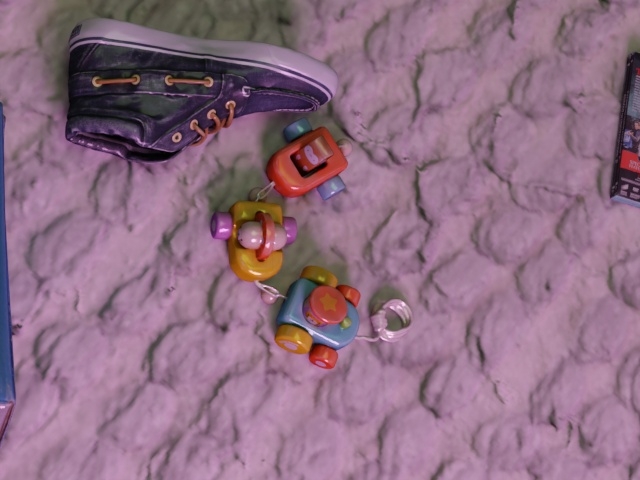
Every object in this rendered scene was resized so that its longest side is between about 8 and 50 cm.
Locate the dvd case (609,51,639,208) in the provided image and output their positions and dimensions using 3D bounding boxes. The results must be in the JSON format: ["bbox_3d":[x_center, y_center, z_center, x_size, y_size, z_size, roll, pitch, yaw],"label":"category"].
[{"bbox_3d":[0.263,-0.075,1.429,0.087,0.013,0.119,16,71,-17],"label":"dvd case"}]

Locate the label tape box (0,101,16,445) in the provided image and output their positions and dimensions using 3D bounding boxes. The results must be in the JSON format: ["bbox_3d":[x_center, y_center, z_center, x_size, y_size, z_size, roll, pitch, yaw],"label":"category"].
[{"bbox_3d":[-0.346,0.010,1.061,0.334,0.106,0.240,9,44,-19],"label":"label tape box"}]

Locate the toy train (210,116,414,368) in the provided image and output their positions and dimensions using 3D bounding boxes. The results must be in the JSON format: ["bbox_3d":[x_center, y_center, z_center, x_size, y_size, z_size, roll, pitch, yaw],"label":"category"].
[{"bbox_3d":[0.000,0.000,1.284,0.125,0.046,0.166,-25,84,-26],"label":"toy train"}]

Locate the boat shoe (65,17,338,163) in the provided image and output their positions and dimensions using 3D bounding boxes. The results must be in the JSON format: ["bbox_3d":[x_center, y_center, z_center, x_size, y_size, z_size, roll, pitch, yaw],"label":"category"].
[{"bbox_3d":[-0.080,-0.089,1.273,0.183,0.065,0.083,8,73,-12],"label":"boat shoe"}]
